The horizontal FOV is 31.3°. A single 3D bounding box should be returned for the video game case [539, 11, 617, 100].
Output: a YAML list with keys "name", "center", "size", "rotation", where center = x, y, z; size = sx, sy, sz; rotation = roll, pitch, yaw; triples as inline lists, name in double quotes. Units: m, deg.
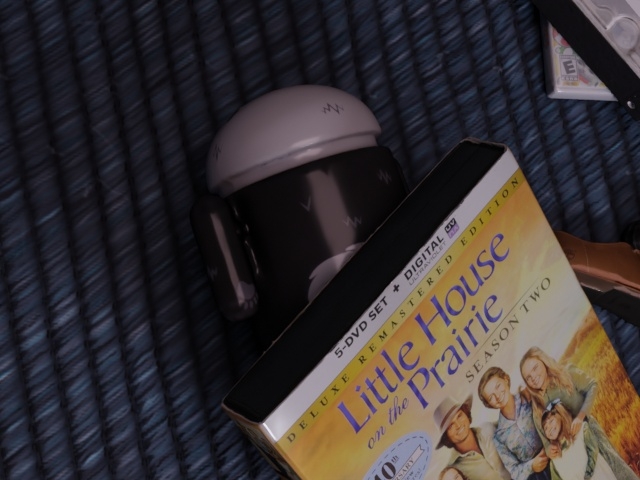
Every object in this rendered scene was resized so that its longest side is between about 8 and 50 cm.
- name: "video game case"
  center: [0.343, -0.252, 1.246]
  size: [0.227, 0.026, 0.206]
  rotation: [0, 80, -17]

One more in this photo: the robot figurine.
- name: "robot figurine"
  center: [0.000, 0.000, 1.023]
  size: [0.174, 0.209, 0.278]
  rotation: [-20, 87, 8]

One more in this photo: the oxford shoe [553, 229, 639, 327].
- name: "oxford shoe"
  center: [0.323, 0.042, 1.165]
  size: [0.212, 0.076, 0.076]
  rotation: [20, 64, -13]

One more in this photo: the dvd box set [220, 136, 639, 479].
- name: "dvd box set"
  center: [0.135, 0.166, 0.985]
  size: [0.307, 0.062, 0.420]
  rotation: [-46, 125, -20]

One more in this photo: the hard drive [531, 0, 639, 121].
- name: "hard drive"
  center: [0.337, -0.294, 1.206]
  size: [0.237, 0.064, 0.339]
  rotation: [-43, 95, -19]

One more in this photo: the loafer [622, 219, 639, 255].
- name: "loafer"
  center: [0.400, 0.027, 1.193]
  size: [0.170, 0.061, 0.062]
  rotation: [22, 74, -13]
